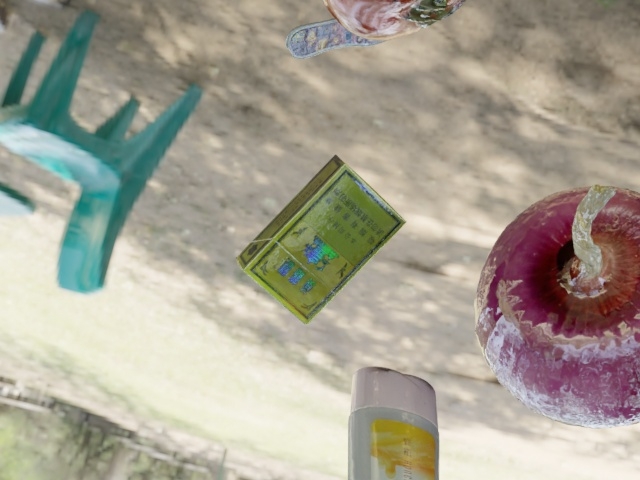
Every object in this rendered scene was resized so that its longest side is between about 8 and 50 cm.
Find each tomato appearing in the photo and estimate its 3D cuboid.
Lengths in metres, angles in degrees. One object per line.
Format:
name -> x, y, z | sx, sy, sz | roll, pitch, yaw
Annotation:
tomato -> 0.107, -0.383, 1.409 | 0.224, 0.256, 0.256 | 54, 165, 4

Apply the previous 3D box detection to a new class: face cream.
face cream -> 0.076, 0.263, 1.167 | 0.107, 0.269, 0.073 | 23, 135, -19

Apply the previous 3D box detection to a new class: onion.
onion -> 0.379, 0.086, 1.570 | 0.345, 0.358, 0.358 | 22, 164, -38

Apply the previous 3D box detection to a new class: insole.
insole -> 0.042, -0.304, 1.585 | 0.197, 0.065, 0.004 | -15, -144, -16

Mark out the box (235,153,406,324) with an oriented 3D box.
box -> 0.000, 0.000, 1.632 | 0.141, 0.220, 0.064 | 41, -177, -25
